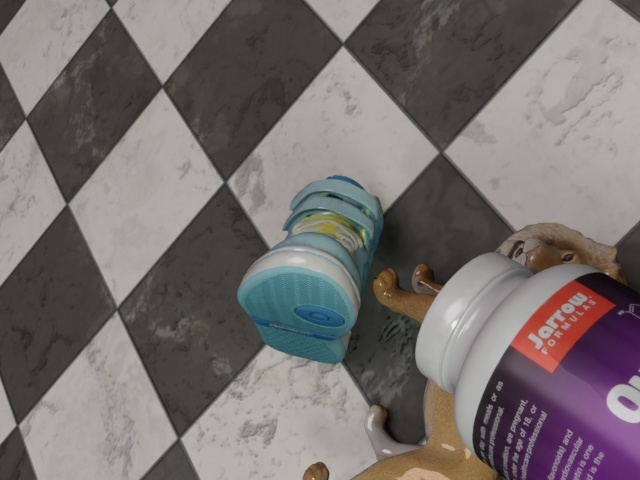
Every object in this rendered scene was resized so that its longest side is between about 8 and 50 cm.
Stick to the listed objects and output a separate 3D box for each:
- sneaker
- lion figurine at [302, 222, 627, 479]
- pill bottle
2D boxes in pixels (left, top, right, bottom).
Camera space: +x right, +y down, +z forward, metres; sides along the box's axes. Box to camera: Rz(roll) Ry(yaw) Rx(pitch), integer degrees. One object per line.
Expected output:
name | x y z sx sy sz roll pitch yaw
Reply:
sneaker | 0.000 0.000 1.104 0.127 0.319 0.208 16 72 2
lion figurine | 0.144 0.158 1.027 0.240 0.142 0.392 22 101 36
pill bottle | 0.231 0.137 0.789 0.323 0.181 0.182 34 95 34
